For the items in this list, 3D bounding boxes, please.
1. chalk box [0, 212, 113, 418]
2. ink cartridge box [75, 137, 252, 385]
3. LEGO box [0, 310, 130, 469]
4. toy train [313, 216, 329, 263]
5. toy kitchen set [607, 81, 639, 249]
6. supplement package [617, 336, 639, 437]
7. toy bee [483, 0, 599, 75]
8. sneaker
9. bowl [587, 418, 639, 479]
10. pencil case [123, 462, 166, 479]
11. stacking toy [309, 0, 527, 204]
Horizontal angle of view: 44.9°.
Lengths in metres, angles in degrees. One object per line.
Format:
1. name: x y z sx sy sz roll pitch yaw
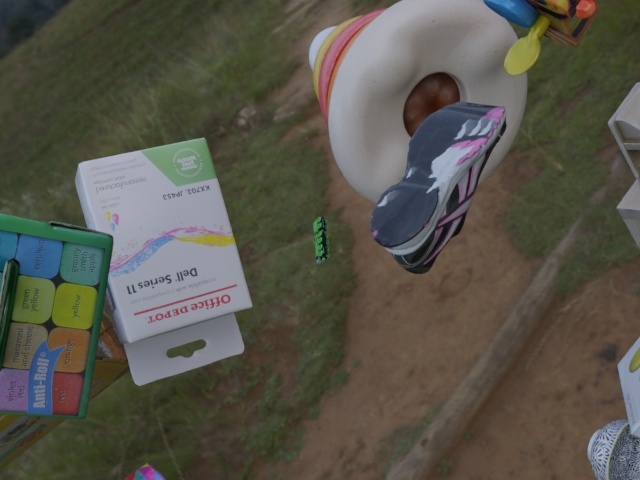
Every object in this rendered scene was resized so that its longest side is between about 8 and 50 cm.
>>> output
1. chalk box: -0.315 0.067 0.738 0.289 0.179 0.180 -1 78 56
2. ink cartridge box: -0.239 0.036 1.226 0.207 0.353 0.119 -16 -1 -23
3. LEGO box: -0.590 0.274 1.282 0.500 0.193 0.372 -38 -8 -7
4. toy train: 0.000 0.000 1.120 0.024 0.017 0.083 -44 34 36
5. toy kitchen set: 0.187 -0.043 0.359 0.083 0.068 0.075 -50 28 -18
6. supplement package: 0.699 0.231 1.381 0.199 0.198 0.263 -69 2 -57
7. toy bee: 0.268 -0.285 0.915 0.298 0.195 0.162 -12 41 -42
8. sneaker: 0.108 -0.047 0.694 0.072 0.077 0.178 25 67 38
9. bowl: 0.601 0.432 1.580 0.170 0.170 0.080 -43 32 -24
10. pencil case: -0.308 0.432 1.129 0.236 0.104 0.104 -33 16 -26
11. stacking toy: 0.092 -0.286 1.363 0.350 0.350 0.480 -37 35 -6
